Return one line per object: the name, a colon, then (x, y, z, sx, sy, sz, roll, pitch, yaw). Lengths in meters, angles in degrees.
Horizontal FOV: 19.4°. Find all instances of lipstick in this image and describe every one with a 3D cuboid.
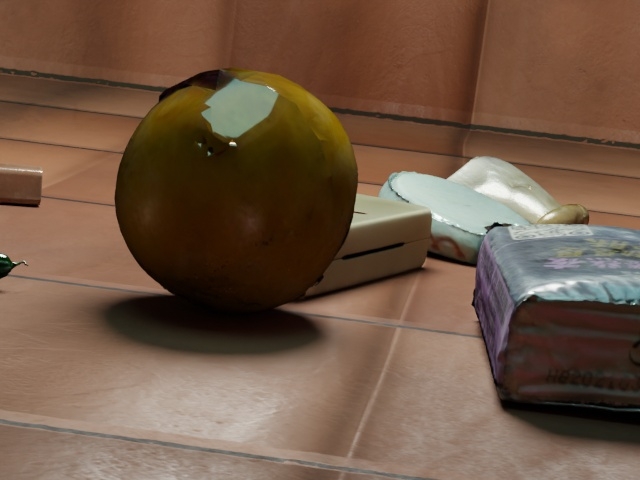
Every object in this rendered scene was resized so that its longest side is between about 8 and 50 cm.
lipstick: (-0.404, -0.070, 2.222, 0.145, 0.045, 0.045, 3, 7, -12)

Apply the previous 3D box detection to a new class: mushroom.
mushroom: (0.240, -0.042, 2.387, 0.225, 0.093, 0.116, 23, 36, 33)

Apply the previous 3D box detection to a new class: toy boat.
toy boat: (0.152, -0.014, 2.232, 0.208, 0.078, 0.134, 27, 28, 37)

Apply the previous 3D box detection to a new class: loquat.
loquat: (-0.079, -0.046, 1.739, 0.235, 0.235, 0.235, 6, 9, -1)

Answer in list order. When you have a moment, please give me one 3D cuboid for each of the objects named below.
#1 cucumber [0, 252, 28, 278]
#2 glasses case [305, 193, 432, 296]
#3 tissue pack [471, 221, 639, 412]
cucumber: (-0.354, 0.023, 1.727, 0.168, 0.039, 0.039, 3, 10, -4)
glasses case: (0.000, 0.000, 1.993, 0.131, 0.070, 0.313, 11, 11, 26)
tissue pack: (0.272, 0.065, 1.658, 0.259, 0.122, 0.361, 4, 11, -1)
